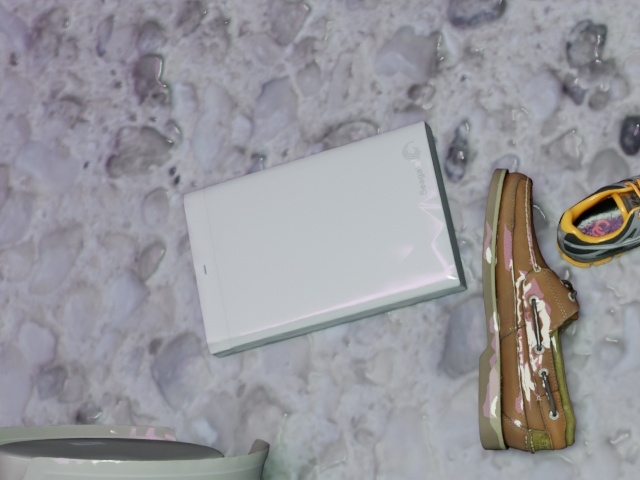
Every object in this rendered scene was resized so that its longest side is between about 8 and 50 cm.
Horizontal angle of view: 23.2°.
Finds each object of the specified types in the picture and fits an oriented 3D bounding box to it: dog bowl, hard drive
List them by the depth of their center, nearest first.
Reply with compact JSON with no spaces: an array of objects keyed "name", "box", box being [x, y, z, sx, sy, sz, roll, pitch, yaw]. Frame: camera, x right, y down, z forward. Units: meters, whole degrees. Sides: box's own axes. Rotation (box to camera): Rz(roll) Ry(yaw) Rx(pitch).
[{"name":"dog bowl","box":[-0.228,0.263,1.670,0.349,0.349,0.102,2,88,20]},{"name":"hard drive","box":[0.000,0.000,1.811,0.307,0.040,0.203,-16,71,16]}]

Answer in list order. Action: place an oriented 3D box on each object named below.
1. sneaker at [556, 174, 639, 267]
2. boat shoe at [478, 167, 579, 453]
[{"name":"sneaker","box":[0.351,-0.037,1.672,0.215,0.083,0.084,-29,67,9]},{"name":"boat shoe","box":[0.230,0.074,1.680,0.104,0.111,0.307,-1,85,16]}]
